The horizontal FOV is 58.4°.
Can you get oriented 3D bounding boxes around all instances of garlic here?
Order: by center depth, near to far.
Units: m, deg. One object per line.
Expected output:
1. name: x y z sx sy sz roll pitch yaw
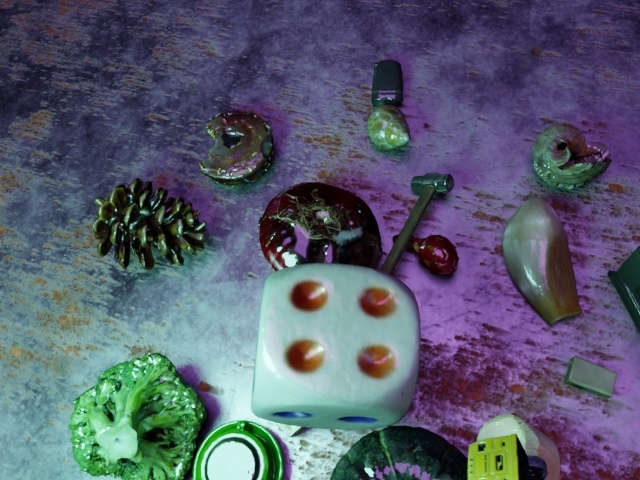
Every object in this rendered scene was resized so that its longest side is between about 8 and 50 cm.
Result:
1. garlic: 0.518 0.043 1.351 0.143 0.112 0.318 -10 75 2

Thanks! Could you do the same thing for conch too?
1. conch: 0.610 -0.203 1.395 0.178 0.245 0.163 -7 103 25
2. conch: 0.186 -0.313 1.568 0.116 0.106 0.173 15 53 -3

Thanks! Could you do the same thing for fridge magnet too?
1. fridge magnet: -0.184 0.503 1.262 0.207 0.088 0.208 -4 65 8

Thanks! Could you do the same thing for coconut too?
1. coconut: 0.401 0.438 1.158 0.147 0.152 0.147 -32 37 28

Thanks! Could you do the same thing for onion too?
1. onion: 0.000 0.000 1.399 0.313 0.232 0.314 8 56 -12

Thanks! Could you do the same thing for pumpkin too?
1. pumpkin: 0.163 0.524 1.104 0.323 0.241 0.324 -3 68 6

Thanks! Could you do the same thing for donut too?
1. donut: -0.233 -0.257 1.619 0.216 0.096 0.230 -11 64 3

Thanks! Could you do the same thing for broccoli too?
1. broccoli: -0.403 0.413 1.258 0.307 0.275 0.308 0 91 -9

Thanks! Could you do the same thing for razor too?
1. razor: 0.194 -0.455 1.656 0.089 0.054 0.148 1 66 7

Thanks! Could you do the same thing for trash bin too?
1. trash bin: 0.587 0.297 1.243 0.092 0.043 0.061 19 70 17

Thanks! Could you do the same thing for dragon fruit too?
1. dragon fruit: 0.262 0.017 1.411 0.190 0.094 0.094 35 75 34

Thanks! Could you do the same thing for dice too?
1. dice: 0.021 0.225 1.166 0.304 0.304 0.277 7 65 -5

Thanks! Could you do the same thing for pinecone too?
1. pinecone: -0.446 -0.033 1.488 0.309 0.244 0.244 17 69 5

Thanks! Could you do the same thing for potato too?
1. potato: -0.085 0.388 1.301 0.122 0.086 0.061 41 76 17

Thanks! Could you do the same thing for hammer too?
1. hammer: 0.212 -0.023 1.411 0.111 0.043 0.365 5 55 46

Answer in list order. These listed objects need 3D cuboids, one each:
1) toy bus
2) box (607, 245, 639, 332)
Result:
1. toy bus: 0.376 0.503 1.046 0.122 0.336 0.121 -18 30 24
2. box: 0.816 0.146 1.181 0.251 0.204 0.345 -19 63 1
